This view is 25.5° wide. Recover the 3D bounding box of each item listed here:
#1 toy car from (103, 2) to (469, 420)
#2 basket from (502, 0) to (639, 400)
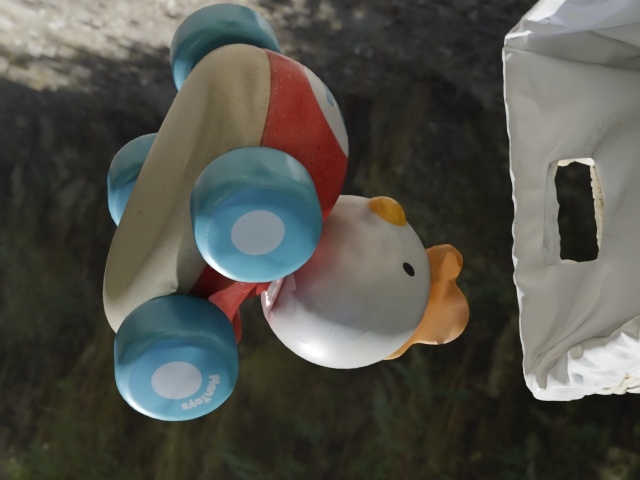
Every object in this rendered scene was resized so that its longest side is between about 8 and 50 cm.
[{"bbox_3d":[0.000,0.000,0.902,0.238,0.210,0.219,18,-150,-22],"label":"toy car"},{"bbox_3d":[0.322,-0.065,1.049,0.266,0.328,0.331,7,158,-19],"label":"basket"}]
